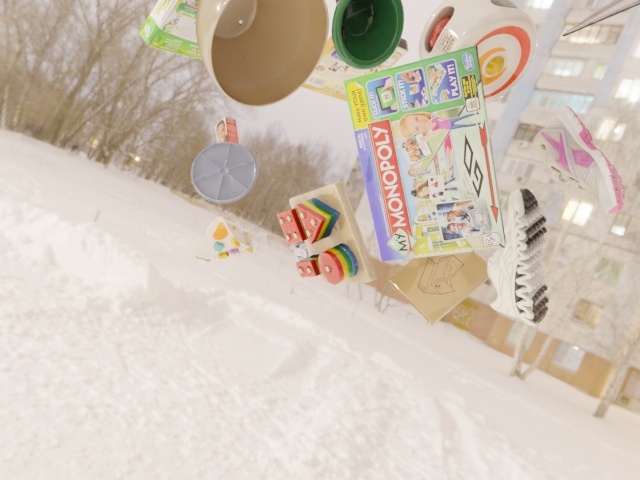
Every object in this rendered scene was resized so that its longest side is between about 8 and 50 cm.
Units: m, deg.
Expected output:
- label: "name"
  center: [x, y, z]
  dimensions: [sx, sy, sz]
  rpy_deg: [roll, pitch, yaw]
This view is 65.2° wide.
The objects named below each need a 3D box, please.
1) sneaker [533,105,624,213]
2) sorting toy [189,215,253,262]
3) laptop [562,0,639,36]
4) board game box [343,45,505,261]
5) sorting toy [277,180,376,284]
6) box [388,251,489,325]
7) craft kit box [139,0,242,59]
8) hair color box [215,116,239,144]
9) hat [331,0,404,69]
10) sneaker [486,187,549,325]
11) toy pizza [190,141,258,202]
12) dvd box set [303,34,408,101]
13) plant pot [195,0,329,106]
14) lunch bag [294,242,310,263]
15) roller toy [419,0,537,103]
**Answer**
- label: "sneaker"
  center: [0.534, -0.152, 1.042]
  dimensions: [0.102, 0.111, 0.253]
  rpy_deg: [20, 45, -43]
- label: "sorting toy"
  center: [-0.142, 0.009, 0.706]
  dimensions: [0.045, 0.075, 0.083]
  rpy_deg: [67, 12, 19]
- label: "laptop"
  center: [0.678, -0.361, 0.727]
  dimensions: [0.407, 0.237, 0.382]
  rpy_deg: [23, -3, -18]
- label: "board game box"
  center: [0.175, -0.130, 0.830]
  dimensions: [0.213, 0.318, 0.046]
  rpy_deg: [-8, 14, 22]
- label: "sorting toy"
  center: [0.000, 0.000, 1.306]
  dimensions: [0.089, 0.257, 0.255]
  rpy_deg: [-24, 7, -29]
- label: "box"
  center: [0.292, 0.087, 1.217]
  dimensions: [0.164, 0.201, 0.021]
  rpy_deg: [47, -8, 38]
- label: "craft kit box"
  center: [-0.273, -0.557, 1.216]
  dimensions: [0.061, 0.246, 0.249]
  rpy_deg: [52, 28, 13]
- label: "hair color box"
  center: [-0.304, -0.322, 1.635]
  dimensions: [0.043, 0.141, 0.072]
  rpy_deg: [6, -23, -41]
- label: "hat"
  center: [0.073, -0.514, 1.135]
  dimensions: [0.172, 0.209, 0.184]
  rpy_deg: [-7, 32, -21]
- label: "sneaker"
  center: [0.406, 0.034, 1.055]
  dimensions: [0.110, 0.293, 0.118]
  rpy_deg: [-20, 20, -39]
- label: "toy pizza"
  center: [-0.288, -0.203, 1.507]
  dimensions: [0.201, 0.201, 0.032]
  rpy_deg: [24, -16, 7]
- label: "dvd box set"
  center: [0.131, -0.768, 2.178]
  dimensions: [0.307, 0.062, 0.420]
  rpy_deg: [9, -22, -28]
- label: "plant pot"
  center: [-0.151, -0.459, 1.063]
  dimensions: [0.191, 0.284, 0.284]
  rpy_deg: [48, 12, 30]
- label: "lunch bag"
  center: [-0.042, 0.047, 1.594]
  dimensions: [0.083, 0.071, 0.053]
  rpy_deg: [-2, 28, -9]
- label: "roller toy"
  center: [0.296, -0.360, 0.947]
  dimensions: [0.191, 0.209, 0.146]
  rpy_deg: [58, 7, -51]
